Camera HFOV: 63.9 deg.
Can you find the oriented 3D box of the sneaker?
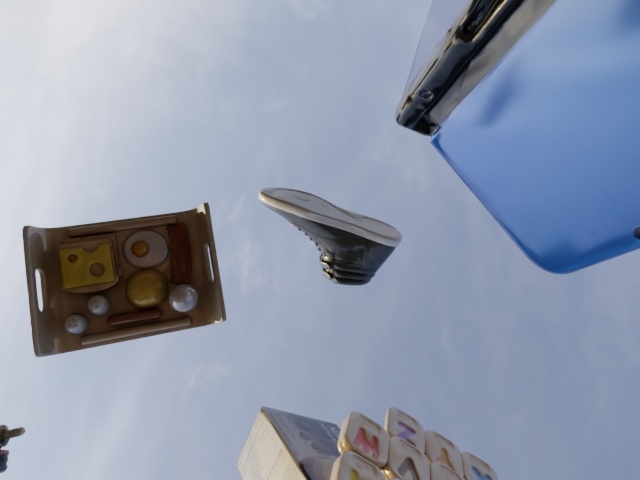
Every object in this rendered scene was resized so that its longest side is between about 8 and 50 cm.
[{"bbox_3d":[0.000,0.000,1.029,0.295,0.147,0.104,21,-155,-3],"label":"sneaker"}]

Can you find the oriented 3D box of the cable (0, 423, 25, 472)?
[{"bbox_3d":[-0.501,0.249,0.621,0.287,0.139,0.072,-7,-120,12],"label":"cable"}]

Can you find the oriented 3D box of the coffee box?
[{"bbox_3d":[0.001,0.389,0.784,0.297,0.168,0.119,24,-89,64],"label":"coffee box"}]

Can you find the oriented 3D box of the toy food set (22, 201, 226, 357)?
[{"bbox_3d":[-0.330,0.060,0.879,0.306,0.092,0.220,-8,-98,-17],"label":"toy food set"}]

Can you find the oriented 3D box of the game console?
[{"bbox_3d":[0.185,-0.150,0.323,0.173,0.293,0.250,23,-112,-8],"label":"game console"}]

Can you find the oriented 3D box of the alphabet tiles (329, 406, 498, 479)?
[{"bbox_3d":[0.141,0.300,0.558,0.284,0.278,0.021,32,-70,0],"label":"alphabet tiles"}]
